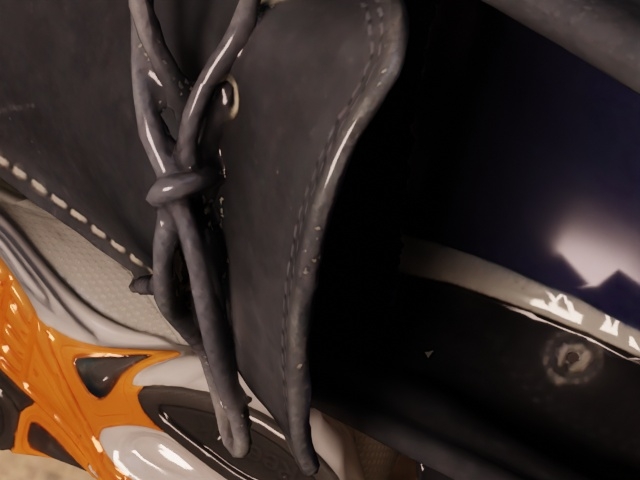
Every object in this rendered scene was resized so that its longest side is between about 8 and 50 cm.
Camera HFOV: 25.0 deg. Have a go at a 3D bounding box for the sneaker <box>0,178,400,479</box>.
[{"bbox_3d":[-0.081,0.033,0.570,0.262,0.099,0.121,32,31,13],"label":"sneaker"}]

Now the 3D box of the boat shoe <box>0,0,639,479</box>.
[{"bbox_3d":[0.010,-0.029,0.423,0.500,0.187,0.156,24,38,22],"label":"boat shoe"}]

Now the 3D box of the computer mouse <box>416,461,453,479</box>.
[{"bbox_3d":[0.057,0.129,0.529,0.041,0.071,0.242,-7,47,22],"label":"computer mouse"}]
